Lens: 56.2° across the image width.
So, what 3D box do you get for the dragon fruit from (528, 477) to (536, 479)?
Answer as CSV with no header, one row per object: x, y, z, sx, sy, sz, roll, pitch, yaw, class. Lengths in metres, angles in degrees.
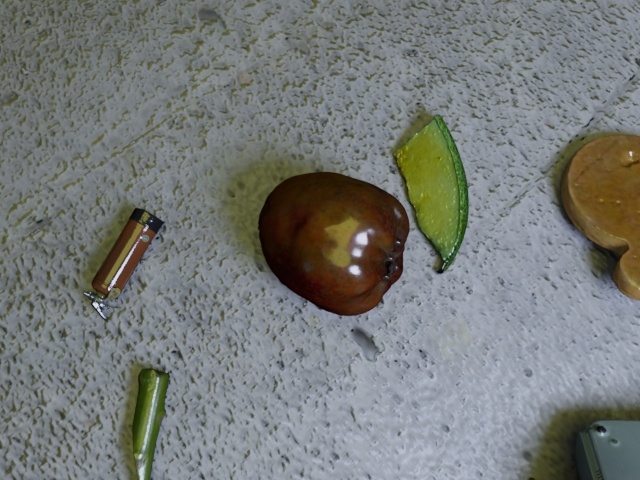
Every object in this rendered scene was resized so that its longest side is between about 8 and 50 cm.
0.383,0.478,0.774,0.205,0.152,0.316,-5,75,-4,dragon fruit

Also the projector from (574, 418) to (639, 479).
0.470,0.325,0.750,0.251,0.198,0.108,-3,115,13,projector

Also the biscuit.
0.537,-0.022,0.930,0.275,0.052,0.355,-37,66,-15,biscuit

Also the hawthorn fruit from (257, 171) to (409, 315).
0.000,0.000,0.878,0.248,0.208,0.208,13,74,27,hawthorn fruit

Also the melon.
0.184,-0.077,0.965,0.114,0.053,0.261,-8,75,4,melon

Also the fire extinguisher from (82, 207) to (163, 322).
-0.305,0.037,0.926,0.062,0.050,0.177,35,75,-32,fire extinguisher

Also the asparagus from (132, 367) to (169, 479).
-0.253,0.277,0.867,0.041,0.045,0.178,-3,73,32,asparagus
